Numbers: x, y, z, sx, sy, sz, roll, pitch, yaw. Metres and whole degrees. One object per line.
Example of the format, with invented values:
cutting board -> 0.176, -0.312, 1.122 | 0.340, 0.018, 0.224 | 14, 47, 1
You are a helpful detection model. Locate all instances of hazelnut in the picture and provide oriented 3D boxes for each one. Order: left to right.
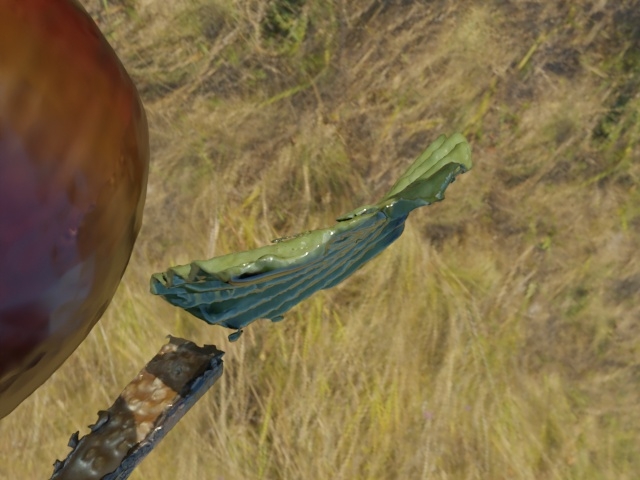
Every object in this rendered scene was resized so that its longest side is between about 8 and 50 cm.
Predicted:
hazelnut -> -0.315, -0.047, 0.553 | 0.352, 0.421, 0.421 | -14, 137, 20

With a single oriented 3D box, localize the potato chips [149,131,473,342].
potato chips -> -0.006, 0.004, 1.008 | 0.389, 0.097, 0.373 | -24, 169, -24

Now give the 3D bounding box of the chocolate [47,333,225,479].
chocolate -> -0.240, 0.248, 1.043 | 0.329, 0.102, 0.065 | -49, 139, -36
